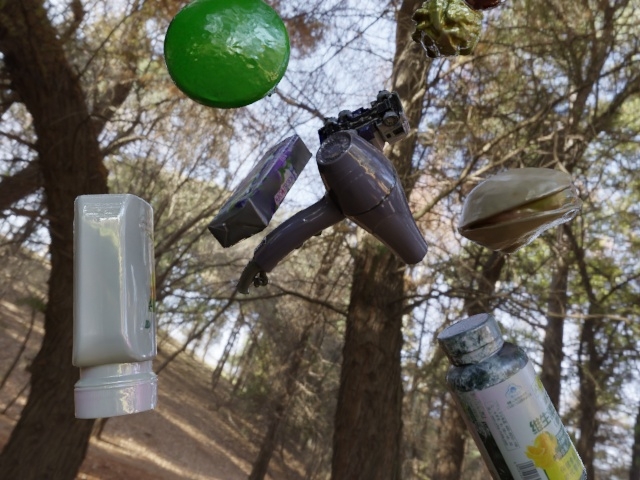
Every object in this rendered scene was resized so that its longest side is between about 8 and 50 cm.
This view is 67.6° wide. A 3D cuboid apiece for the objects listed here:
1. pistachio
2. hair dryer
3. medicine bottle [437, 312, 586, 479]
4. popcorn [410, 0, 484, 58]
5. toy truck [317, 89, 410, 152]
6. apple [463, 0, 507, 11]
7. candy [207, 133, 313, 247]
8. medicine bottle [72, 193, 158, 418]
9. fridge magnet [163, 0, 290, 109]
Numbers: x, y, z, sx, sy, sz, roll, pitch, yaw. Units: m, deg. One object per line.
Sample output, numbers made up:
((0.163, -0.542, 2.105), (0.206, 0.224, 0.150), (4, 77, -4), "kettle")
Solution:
((0.675, -0.103, 1.656), (0.365, 0.282, 0.445), (-19, -2, -28), "pistachio")
((0.000, 0.000, 0.861), (0.361, 0.121, 0.301), (-31, -49, 14), "hair dryer")
((0.300, 0.271, 0.785), (0.293, 0.141, 0.141), (63, -32, 4), "medicine bottle")
((0.329, -0.568, 1.255), (0.187, 0.185, 0.167), (7, -70, 24), "popcorn")
((0.138, -0.323, 1.445), (0.267, 0.124, 0.155), (-23, -38, 18), "toy truck")
((0.325, -0.549, 0.925), (0.168, 0.181, 0.181), (-40, -56, 19), "apple")
((-0.088, -0.094, 0.799), (0.088, 0.312, 0.061), (-28, -70, 26), "candy")
((-0.291, 0.091, 0.682), (0.111, 0.296, 0.161), (-2, -13, -10), "medicine bottle")
((-0.153, -0.313, 0.790), (0.208, 0.208, 0.088), (18, -8, 2), "fridge magnet")
